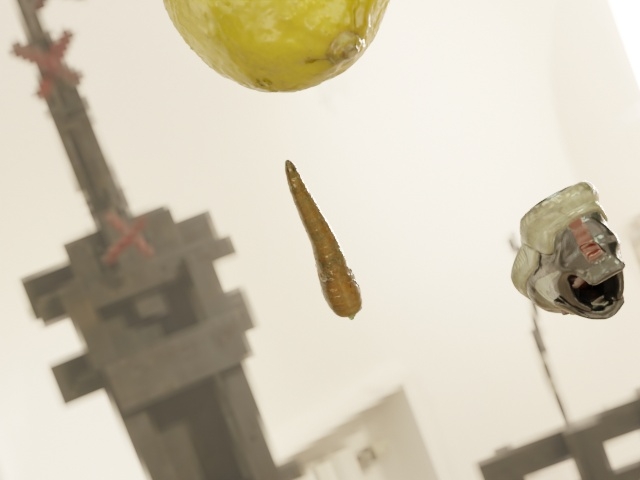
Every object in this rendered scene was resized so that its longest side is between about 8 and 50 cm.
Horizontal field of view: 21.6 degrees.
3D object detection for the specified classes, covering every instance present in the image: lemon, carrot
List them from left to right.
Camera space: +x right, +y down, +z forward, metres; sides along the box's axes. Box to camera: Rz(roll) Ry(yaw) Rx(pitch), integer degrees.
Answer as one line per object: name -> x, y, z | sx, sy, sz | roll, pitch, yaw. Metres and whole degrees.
lemon -> -0.051, -0.304, 1.872 | 0.268, 0.268, 0.322 | -23, 38, -20
carrot -> 0.000, 0.000, 2.067 | 0.049, 0.254, 0.049 | -14, 36, 11

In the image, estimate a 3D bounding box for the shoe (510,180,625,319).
shoe -> 0.260, 0.035, 1.702 | 0.099, 0.112, 0.227 | -27, -30, -8
